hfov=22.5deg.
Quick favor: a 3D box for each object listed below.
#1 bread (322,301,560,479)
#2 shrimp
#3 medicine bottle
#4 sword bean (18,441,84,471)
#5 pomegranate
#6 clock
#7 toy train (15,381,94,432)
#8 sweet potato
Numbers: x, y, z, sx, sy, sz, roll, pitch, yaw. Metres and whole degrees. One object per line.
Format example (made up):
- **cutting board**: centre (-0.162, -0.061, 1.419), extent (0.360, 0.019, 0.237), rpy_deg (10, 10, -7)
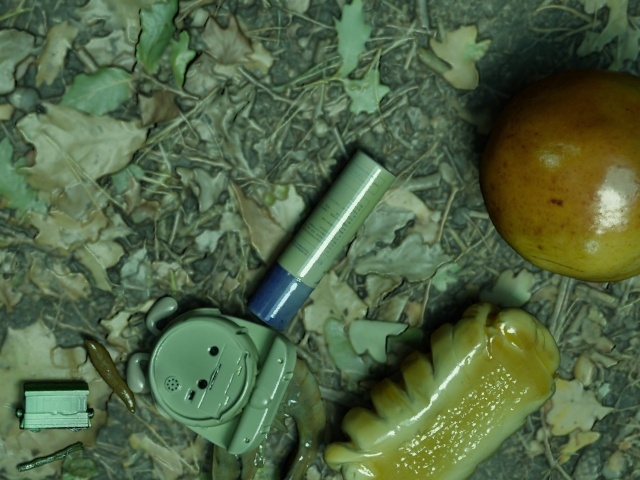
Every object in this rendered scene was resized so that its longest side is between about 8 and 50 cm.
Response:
- **bread**: centre (0.156, 0.205, 1.974), extent (0.311, 0.121, 0.173), rpy_deg (-42, 114, 1)
- **shrimp**: centre (-0.065, 0.256, 1.975), extent (0.145, 0.059, 0.254), rpy_deg (-3, 102, -23)
- **medicine bottle**: centre (0.000, 0.000, 1.913), extent (0.059, 0.059, 0.231), rpy_deg (34, 96, -20)
- **sword bean**: centre (-0.325, 0.263, 1.938), extent (0.083, 0.012, 0.012), rpy_deg (-20, 109, -8)
- **pomegranate**: centre (0.320, -0.075, 1.860), extent (0.264, 0.264, 0.264), rpy_deg (-4, 106, -12)
- **clock**: centre (-0.135, 0.154, 1.894), extent (0.191, 0.062, 0.151), rpy_deg (23, 93, 12)
- **toy train**: centre (-0.315, 0.197, 1.907), extent (0.093, 0.038, 0.056), rpy_deg (0, 103, -13)
- **sweet potato**: centre (-0.251, 0.159, 1.919), extent (0.026, 0.026, 0.115), rpy_deg (-32, 115, -2)
